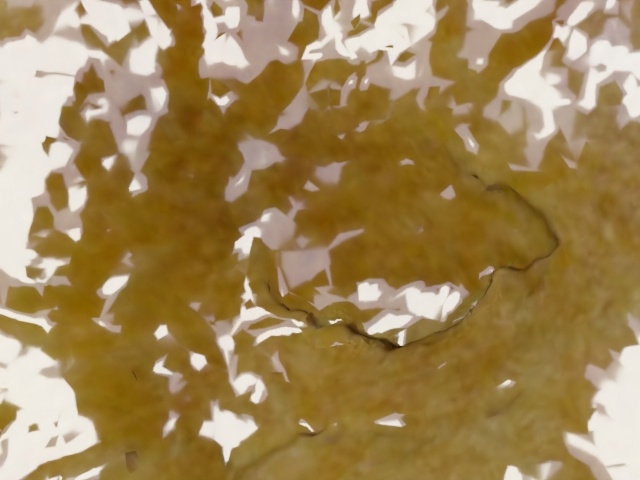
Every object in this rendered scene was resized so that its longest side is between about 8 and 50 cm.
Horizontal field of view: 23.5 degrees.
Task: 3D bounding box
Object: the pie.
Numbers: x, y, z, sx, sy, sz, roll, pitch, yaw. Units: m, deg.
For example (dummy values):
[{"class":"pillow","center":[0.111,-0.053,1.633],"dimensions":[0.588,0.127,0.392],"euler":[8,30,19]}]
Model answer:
[{"class":"pie","center":[0.000,0.000,0.391],"dimensions":[0.339,0.083,0.339],"euler":[-1,87,19]}]
